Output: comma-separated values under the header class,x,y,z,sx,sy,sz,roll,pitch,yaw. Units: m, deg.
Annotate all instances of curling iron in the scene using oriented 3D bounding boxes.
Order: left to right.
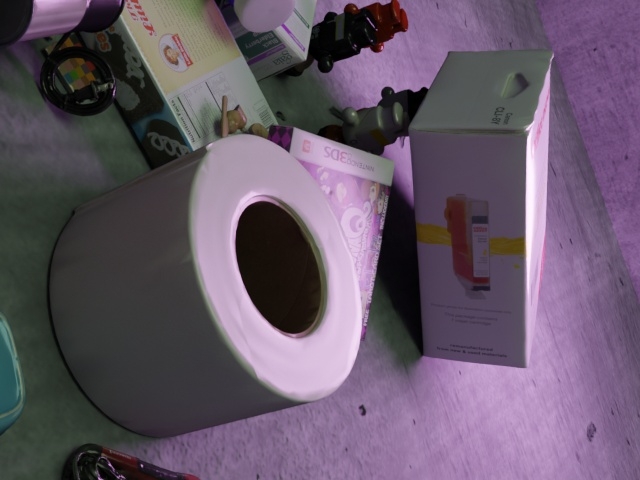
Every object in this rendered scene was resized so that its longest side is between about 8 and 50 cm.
class,x,y,z,sx,sy,sz,roll,pitch,yaw
curling iron,-0.120,0.241,0.779,0.274,0.035,0.068,34,50,-44

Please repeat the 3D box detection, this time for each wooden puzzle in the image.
class,x,y,z,sx,sy,sz,roll,pitch,yaw
wooden puzzle,-0.242,-0.172,0.851,0.083,0.006,0.049,60,32,-17

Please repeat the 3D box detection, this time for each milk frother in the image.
class,x,y,z,sx,sy,sz,roll,pitch,yaw
milk frother,-0.236,-0.176,0.744,0.143,0.129,0.135,59,28,-6

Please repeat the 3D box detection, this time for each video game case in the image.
class,x,y,z,sx,sy,sz,roll,pitch,yaw
video game case,0.000,0.000,1.011,0.210,0.042,0.232,11,89,-53

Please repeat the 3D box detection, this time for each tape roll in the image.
class,x,y,z,sx,sy,sz,roll,pitch,yaw
tape roll,-0.097,0.045,0.797,0.246,0.169,0.246,35,45,-44

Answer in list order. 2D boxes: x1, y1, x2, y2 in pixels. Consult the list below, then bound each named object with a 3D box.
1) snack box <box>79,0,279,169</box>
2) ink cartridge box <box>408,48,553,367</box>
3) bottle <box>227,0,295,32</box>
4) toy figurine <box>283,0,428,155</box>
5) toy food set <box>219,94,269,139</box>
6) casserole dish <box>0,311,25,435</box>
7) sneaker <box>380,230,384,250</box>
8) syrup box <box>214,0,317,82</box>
class,x,y,z,sx,sy,sz,roll,pitch,yaw
snack box,-0.168,-0.216,0.942,0.321,0.060,0.187,63,30,-13
ink cartridge box,0.242,-0.053,1.272,0.279,0.161,0.384,-61,150,-51
bottle,-0.112,-0.365,1.015,0.282,0.092,0.118,64,8,27
toy figurine,0.050,-0.224,1.230,0.213,0.148,0.209,-45,118,-60
toy food set,-0.082,-0.101,0.940,0.122,0.019,0.077,43,41,-56
casserole dish,-0.279,0.095,0.607,0.188,0.037,0.114,-2,74,-58
sneaker,0.045,0.001,1.157,0.074,0.063,0.170,64,31,-13
syrup box,-0.068,-0.321,1.133,0.096,0.093,0.236,45,38,-36
